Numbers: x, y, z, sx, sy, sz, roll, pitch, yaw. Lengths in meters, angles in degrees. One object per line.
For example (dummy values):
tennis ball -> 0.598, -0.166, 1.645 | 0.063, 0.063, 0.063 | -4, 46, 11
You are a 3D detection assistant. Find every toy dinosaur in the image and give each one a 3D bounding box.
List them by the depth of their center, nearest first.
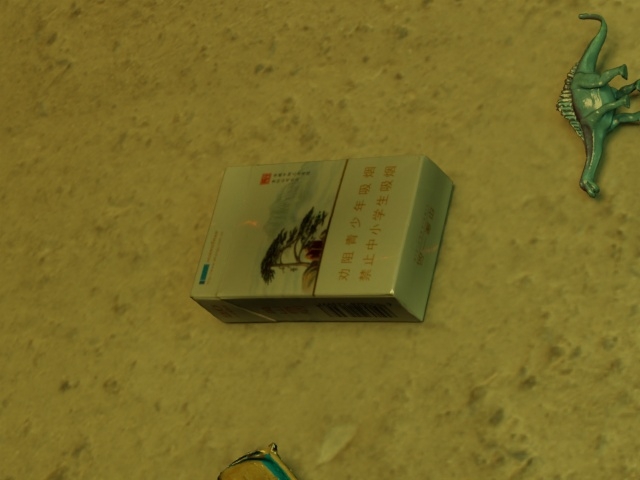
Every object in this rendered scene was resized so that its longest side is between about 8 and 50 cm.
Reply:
toy dinosaur -> 0.253, -0.129, 1.742 | 0.080, 0.045, 0.197 | -20, 56, 37

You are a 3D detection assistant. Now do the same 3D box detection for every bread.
bread -> -0.047, 0.237, 1.716 | 0.072, 0.053, 0.106 | -31, 48, -16

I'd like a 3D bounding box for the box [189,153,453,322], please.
box -> -0.001, 0.000, 1.822 | 0.233, 0.067, 0.149 | -2, 60, 33
